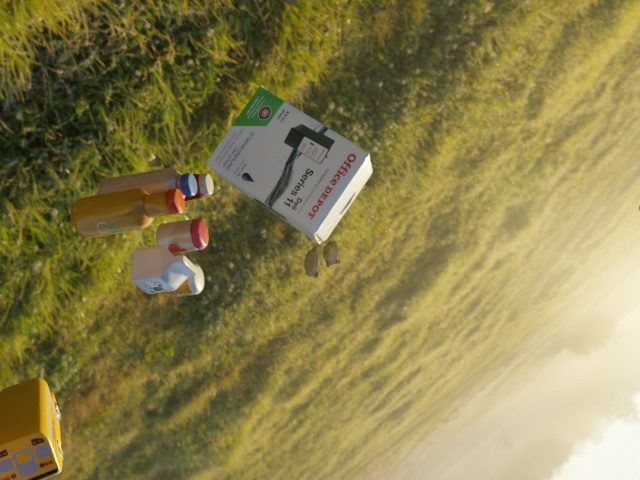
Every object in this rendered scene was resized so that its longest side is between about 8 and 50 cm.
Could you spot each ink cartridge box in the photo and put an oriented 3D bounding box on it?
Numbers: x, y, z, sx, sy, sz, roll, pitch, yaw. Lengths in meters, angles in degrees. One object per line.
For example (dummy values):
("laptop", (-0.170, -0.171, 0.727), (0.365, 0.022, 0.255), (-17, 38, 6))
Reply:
("ink cartridge box", (-0.044, -0.115, 0.903), (0.153, 0.208, 0.087), (-56, 169, -5))

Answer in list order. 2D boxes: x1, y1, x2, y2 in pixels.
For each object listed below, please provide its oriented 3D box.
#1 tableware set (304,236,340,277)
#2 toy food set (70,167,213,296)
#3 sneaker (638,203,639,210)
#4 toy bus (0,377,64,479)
("tableware set", (0.000, 0.000, 1.323), (0.020, 0.168, 0.141), (6, 164, -31))
("toy food set", (-0.162, -0.013, 0.650), (0.104, 0.111, 0.232), (-8, 151, 11))
("sneaker", (0.479, -0.039, 0.741), (0.054, 0.152, 0.061), (28, 98, -24))
("toy bus", (-0.621, 0.397, 1.230), (0.108, 0.333, 0.130), (-18, 108, -22))
